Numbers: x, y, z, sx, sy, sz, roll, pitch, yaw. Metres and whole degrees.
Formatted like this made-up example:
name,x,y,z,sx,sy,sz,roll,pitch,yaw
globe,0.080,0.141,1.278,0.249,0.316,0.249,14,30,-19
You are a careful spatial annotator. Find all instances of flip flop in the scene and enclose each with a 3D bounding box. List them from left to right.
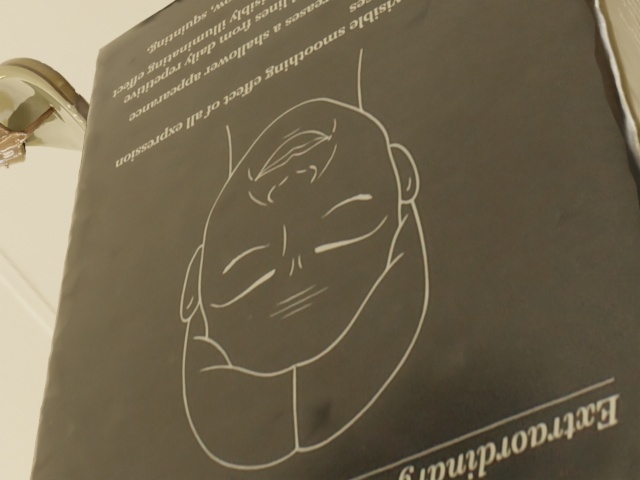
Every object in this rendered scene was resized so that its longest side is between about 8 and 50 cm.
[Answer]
name,x,y,z,sx,sy,sz,roll,pitch,yaw
flip flop,-0.305,-0.107,1.063,0.080,0.277,0.112,-65,-34,-28

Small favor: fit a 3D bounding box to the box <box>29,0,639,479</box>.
name,x,y,z,sx,sy,sz,roll,pitch,yaw
box,0.047,0.028,0.559,0.293,0.395,0.212,-26,-47,26
